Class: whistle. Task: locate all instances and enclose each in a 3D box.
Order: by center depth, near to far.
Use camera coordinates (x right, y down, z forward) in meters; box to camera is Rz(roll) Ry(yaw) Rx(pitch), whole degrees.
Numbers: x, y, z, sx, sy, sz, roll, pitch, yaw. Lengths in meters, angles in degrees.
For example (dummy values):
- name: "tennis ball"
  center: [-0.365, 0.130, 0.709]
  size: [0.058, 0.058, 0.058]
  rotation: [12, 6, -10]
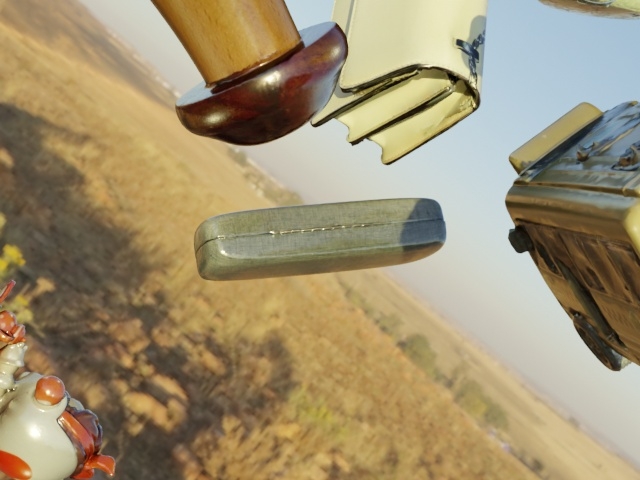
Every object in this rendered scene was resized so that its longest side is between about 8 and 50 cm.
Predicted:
- name: "whistle"
  center: [0.257, -0.246, 0.892]
  size: [0.126, 0.067, 0.258]
  rotation: [12, 11, 12]

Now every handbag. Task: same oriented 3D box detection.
- name: "handbag"
  center: [0.124, -0.312, 1.304]
  size: [0.160, 0.359, 0.236]
  rotation: [27, -32, -30]

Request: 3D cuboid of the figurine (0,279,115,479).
- name: "figurine"
  center: [-0.331, 0.199, 1.091]
  size: [0.226, 0.183, 0.160]
  rotation: [41, 34, -14]

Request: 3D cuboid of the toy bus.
- name: "toy bus"
  center: [0.263, -0.007, 0.703]
  size: [0.202, 0.177, 0.365]
  rotation: [54, 0, -5]

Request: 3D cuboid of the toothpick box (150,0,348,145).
- name: "toothpick box"
  center: [-0.097, -0.239, 0.961]
  size: [0.294, 0.192, 0.192]
  rotation: [62, -7, -20]

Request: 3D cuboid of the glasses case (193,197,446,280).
- name: "glasses case"
  center: [0.000, 0.000, 1.254]
  size: [0.131, 0.323, 0.074]
  rotation: [130, -47, -70]
